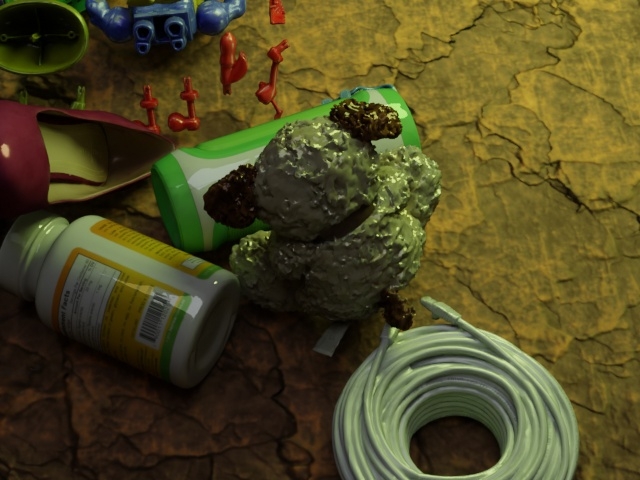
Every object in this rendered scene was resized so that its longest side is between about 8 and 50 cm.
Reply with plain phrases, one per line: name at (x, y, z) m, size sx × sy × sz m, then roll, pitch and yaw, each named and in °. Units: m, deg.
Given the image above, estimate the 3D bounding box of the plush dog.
plush dog at (0.010, -0.028, 1.685) m, size 0.262 × 0.225 × 0.211 m, roll -32°, pitch 34°, yaw 1°

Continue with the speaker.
speaker at (-0.039, -0.081, 1.837) m, size 0.296 × 0.131 × 0.131 m, roll -19°, pitch 57°, yaw -13°

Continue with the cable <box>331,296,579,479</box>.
cable at (0.138, 0.211, 1.667) m, size 0.257 × 0.089 × 0.257 m, roll 28°, pitch 60°, yaw 17°

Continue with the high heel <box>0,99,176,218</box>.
high heel at (-0.261, -0.098, 1.733) m, size 0.181 × 0.377 × 0.127 m, roll -5°, pitch 98°, yaw 0°

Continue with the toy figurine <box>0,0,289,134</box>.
toy figurine at (-0.216, -0.252, 1.988) m, size 0.362 × 0.191 × 0.217 m, roll -7°, pitch 25°, yaw 3°

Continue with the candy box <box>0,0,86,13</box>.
candy box at (-0.332, -0.432, 2.070) m, size 0.317 × 0.122 × 0.268 m, roll -32°, pitch 58°, yaw -16°

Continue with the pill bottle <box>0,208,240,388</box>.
pill bottle at (-0.223, 0.054, 1.740) m, size 0.245 × 0.136 × 0.136 m, roll 23°, pitch 58°, yaw 14°

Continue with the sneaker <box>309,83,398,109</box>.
sneaker at (0.031, -0.157, 1.939) m, size 0.144 × 0.059 × 0.053 m, roll -16°, pitch 59°, yaw -11°
